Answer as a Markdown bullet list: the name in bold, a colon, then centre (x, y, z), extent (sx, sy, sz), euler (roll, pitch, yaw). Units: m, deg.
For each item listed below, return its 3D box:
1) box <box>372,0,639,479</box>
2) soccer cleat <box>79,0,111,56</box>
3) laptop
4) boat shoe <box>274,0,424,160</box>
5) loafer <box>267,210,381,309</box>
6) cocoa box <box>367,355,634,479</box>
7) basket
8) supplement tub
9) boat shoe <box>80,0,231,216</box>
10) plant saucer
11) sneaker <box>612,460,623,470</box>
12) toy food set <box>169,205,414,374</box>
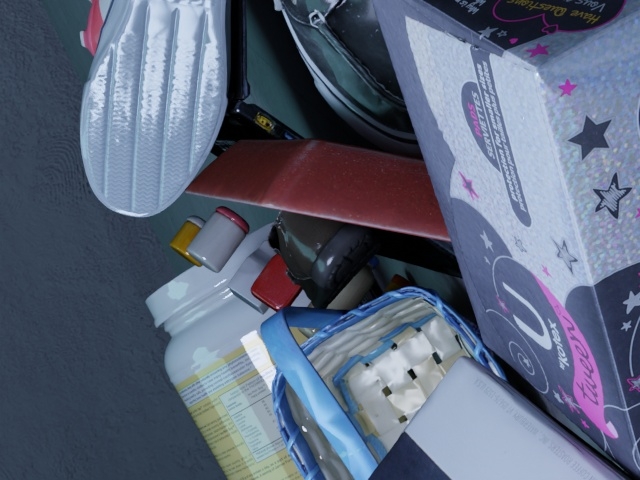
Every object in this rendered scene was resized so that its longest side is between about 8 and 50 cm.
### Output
- **box**: centre (0.143, -0.034, 0.745), extent (0.163, 0.142, 0.247), euler (44, 161, 54)
- **soccer cleat**: centre (-0.139, -0.259, 1.300), extent (0.095, 0.083, 0.248), euler (20, 105, 32)
- **laptop**: centre (-0.013, -0.178, 1.366), extent (0.408, 0.236, 0.382), euler (34, 176, -16)
- **boat shoe**: centre (0.012, -0.192, 0.995), extent (0.105, 0.113, 0.306), euler (49, -164, -73)
- **loafer**: centre (0.000, 0.000, 1.295), extent (0.078, 0.080, 0.220), euler (42, 171, 6)
- **cocoa box**: centre (0.170, 0.273, 0.861), extent (0.347, 0.228, 0.231), euler (37, -179, -31)
- **basket**: centre (0.067, 0.160, 1.310), extent (0.255, 0.201, 0.289), euler (58, -161, 8)
- **supplement tub**: centre (-0.019, 0.157, 1.650), extent (0.331, 0.241, 0.241), euler (60, 168, 2)
- **boat shoe**: centre (-0.111, -0.167, 1.171), extent (0.094, 0.109, 0.302), euler (-91, 15, -69)
- **plant saucer**: centre (0.061, -0.026, 1.001), extent (0.259, 0.258, 0.048), euler (-164, 85, -74)
- **sneaker**: centre (0.222, 0.204, 1.110), extent (0.094, 0.091, 0.258), euler (58, 168, 13)
- **toy food set**: centre (-0.028, 0.021, 1.487), extent (0.232, 0.104, 0.111), euler (33, 171, 14)
